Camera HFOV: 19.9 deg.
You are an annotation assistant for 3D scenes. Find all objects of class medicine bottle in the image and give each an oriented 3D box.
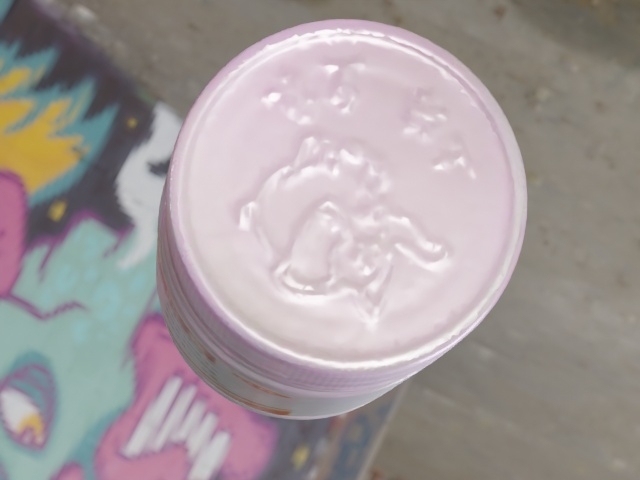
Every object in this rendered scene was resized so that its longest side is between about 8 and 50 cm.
[{"bbox_3d":[0.000,0.000,1.119,0.202,0.202,0.316,27,168,0],"label":"medicine bottle"}]
